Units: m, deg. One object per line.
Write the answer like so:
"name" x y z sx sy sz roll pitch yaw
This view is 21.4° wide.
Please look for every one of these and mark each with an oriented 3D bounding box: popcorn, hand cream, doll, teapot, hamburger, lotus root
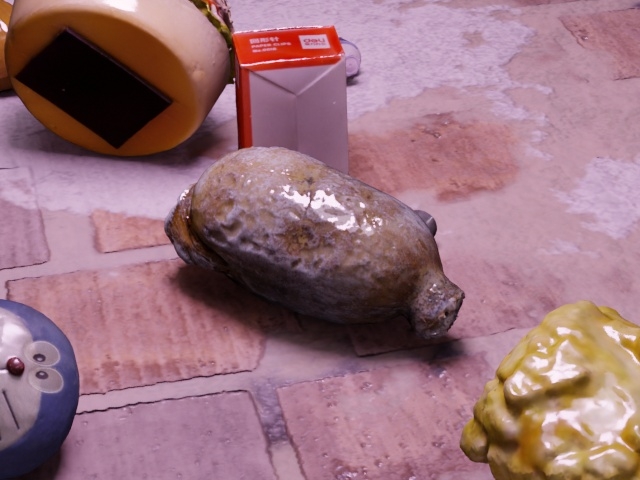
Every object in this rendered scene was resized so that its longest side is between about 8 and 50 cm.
"popcorn" 0.254 0.173 1.553 0.255 0.195 0.256 -9 33 3
"hand cream" 0.014 -0.257 2.318 0.084 0.053 0.142 -13 26 -18
"doll" -0.360 0.150 1.608 0.258 0.154 0.228 -10 68 -3
"teapot" 0.097 0.011 1.917 0.043 0.043 0.110 12 38 17
"hamburger" -0.240 -0.243 2.077 0.300 0.300 0.176 6 49 8
"lotus root" 0.001 -0.002 1.822 0.349 0.175 0.175 19 38 21

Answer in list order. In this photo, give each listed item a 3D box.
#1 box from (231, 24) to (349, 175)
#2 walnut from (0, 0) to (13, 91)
"box" -0.037 -0.162 2.052 0.133 0.182 0.099 -7 35 -5
"walnut" -0.477 -0.274 2.267 0.245 0.137 0.137 22 39 24
